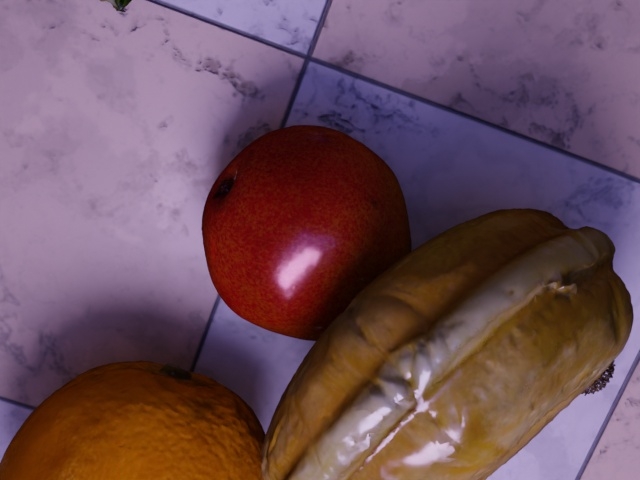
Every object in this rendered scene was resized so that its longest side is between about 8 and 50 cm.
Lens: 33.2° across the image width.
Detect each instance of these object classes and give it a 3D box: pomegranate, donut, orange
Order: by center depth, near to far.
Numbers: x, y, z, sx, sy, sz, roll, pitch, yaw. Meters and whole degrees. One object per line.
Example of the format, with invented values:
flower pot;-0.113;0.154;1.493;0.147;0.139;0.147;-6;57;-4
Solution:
donut;0.125;0.143;1.079;0.449;0.449;0.198;-48;72;11
pomegranate;0.000;0.000;1.124;0.257;0.221;0.221;23;107;-39
orange;-0.191;0.275;1.150;0.312;0.312;0.312;-1;108;-3

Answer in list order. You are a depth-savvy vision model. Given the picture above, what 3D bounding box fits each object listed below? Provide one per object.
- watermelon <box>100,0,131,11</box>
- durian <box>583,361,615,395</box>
watermelon;-0.264;-0.367;1.061;0.129;0.123;0.301;-24;111;38
durian;0.308;0.137;1.251;0.091;0.080;0.080;-45;105;-1
